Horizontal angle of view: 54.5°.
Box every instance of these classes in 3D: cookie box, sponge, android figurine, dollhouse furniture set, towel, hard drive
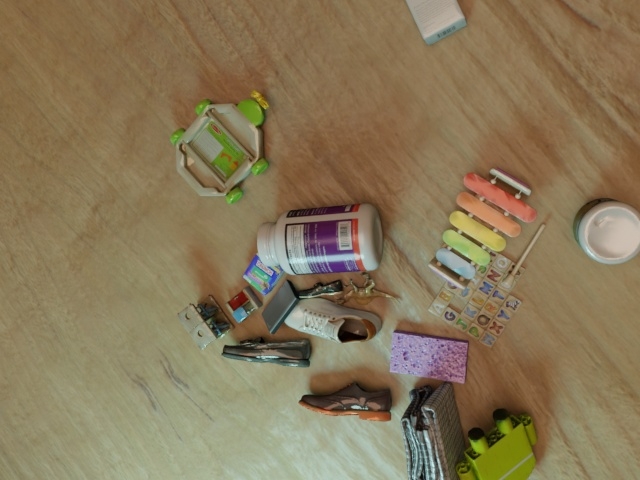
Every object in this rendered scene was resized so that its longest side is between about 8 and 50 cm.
[{"bbox_3d":[-0.164,0.092,1.812,0.092,0.040,0.107,39,122,8],"label":"cookie box"},{"bbox_3d":[0.301,0.321,1.721,0.210,0.031,0.117,6,98,16],"label":"sponge"},{"bbox_3d":[0.470,0.567,1.624,0.248,0.056,0.273,-34,120,-13],"label":"android figurine"},{"bbox_3d":[-0.296,0.205,1.833,0.183,0.129,0.129,-39,85,18],"label":"dollhouse furniture set"},{"bbox_3d":[0.295,0.541,1.646,0.121,0.235,0.284,-11,93,23],"label":"towel"},{"bbox_3d":[-0.116,0.193,1.805,0.022,0.094,0.135,26,108,-33],"label":"hard drive"}]

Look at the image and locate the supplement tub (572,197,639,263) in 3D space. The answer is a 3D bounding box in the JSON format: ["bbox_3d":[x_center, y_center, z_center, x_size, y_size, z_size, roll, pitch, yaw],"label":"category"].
[{"bbox_3d":[0.680,-0.027,1.478,0.144,0.199,0.144,2,97,16],"label":"supplement tub"}]

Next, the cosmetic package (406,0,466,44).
[{"bbox_3d":[0.273,-0.635,1.588,0.117,0.085,0.231,-24,88,18],"label":"cosmetic package"}]

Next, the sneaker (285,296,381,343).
[{"bbox_3d":[0.019,0.226,1.747,0.290,0.123,0.106,4,99,18],"label":"sneaker"}]

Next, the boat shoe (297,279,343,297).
[{"bbox_3d":[-0.002,0.139,1.780,0.133,0.049,0.042,-10,98,10],"label":"boat shoe"}]

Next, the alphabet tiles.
[{"bbox_3d":[0.435,0.144,1.672,0.198,0.009,0.237,32,105,11],"label":"alphabet tiles"}]

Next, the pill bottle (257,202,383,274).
[{"bbox_3d":[0.000,0.000,1.694,0.322,0.181,0.182,-4,95,18],"label":"pill bottle"}]

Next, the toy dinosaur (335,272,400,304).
[{"bbox_3d":[0.131,0.141,1.749,0.183,0.053,0.093,-3,114,5],"label":"toy dinosaur"}]

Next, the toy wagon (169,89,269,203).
[{"bbox_3d":[-0.267,-0.286,1.799,0.267,0.068,0.344,47,106,6],"label":"toy wagon"}]

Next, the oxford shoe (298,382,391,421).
[{"bbox_3d":[0.072,0.456,1.786,0.271,0.097,0.098,3,78,12],"label":"oxford shoe"}]

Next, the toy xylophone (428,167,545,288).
[{"bbox_3d":[0.437,-0.018,1.607,0.236,0.081,0.323,26,101,14],"label":"toy xylophone"}]

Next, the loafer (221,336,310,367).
[{"bbox_3d":[-0.158,0.322,1.838,0.267,0.096,0.084,5,78,9],"label":"loafer"}]
